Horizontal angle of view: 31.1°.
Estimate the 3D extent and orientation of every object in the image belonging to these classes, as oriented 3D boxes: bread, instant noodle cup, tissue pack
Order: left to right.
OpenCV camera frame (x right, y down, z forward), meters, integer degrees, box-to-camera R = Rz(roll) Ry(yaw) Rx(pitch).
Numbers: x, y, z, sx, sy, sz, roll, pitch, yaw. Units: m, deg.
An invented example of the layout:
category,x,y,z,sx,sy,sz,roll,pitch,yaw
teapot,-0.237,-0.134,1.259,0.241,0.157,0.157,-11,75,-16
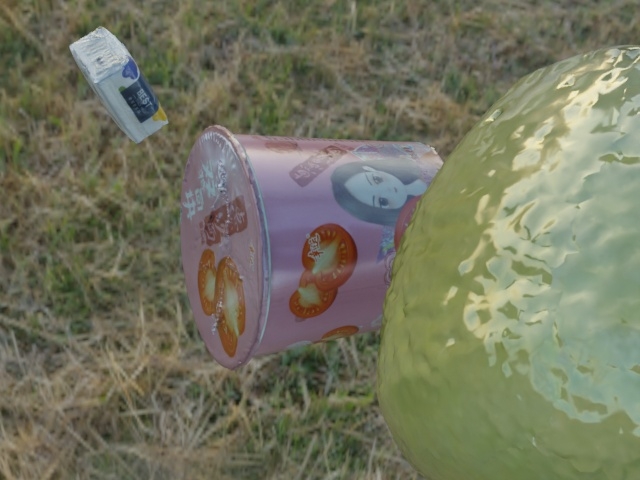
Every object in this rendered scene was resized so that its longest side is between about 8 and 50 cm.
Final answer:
category,x,y,z,sx,sy,sz,roll,pitch,yaw
tissue pack,-0.168,-0.130,0.961,0.042,0.083,0.062,-36,54,-8
instant noodle cup,0.000,0.000,1.171,0.231,0.243,0.243,-4,52,-25
bread,0.183,0.047,0.597,0.321,0.320,0.237,16,83,7
